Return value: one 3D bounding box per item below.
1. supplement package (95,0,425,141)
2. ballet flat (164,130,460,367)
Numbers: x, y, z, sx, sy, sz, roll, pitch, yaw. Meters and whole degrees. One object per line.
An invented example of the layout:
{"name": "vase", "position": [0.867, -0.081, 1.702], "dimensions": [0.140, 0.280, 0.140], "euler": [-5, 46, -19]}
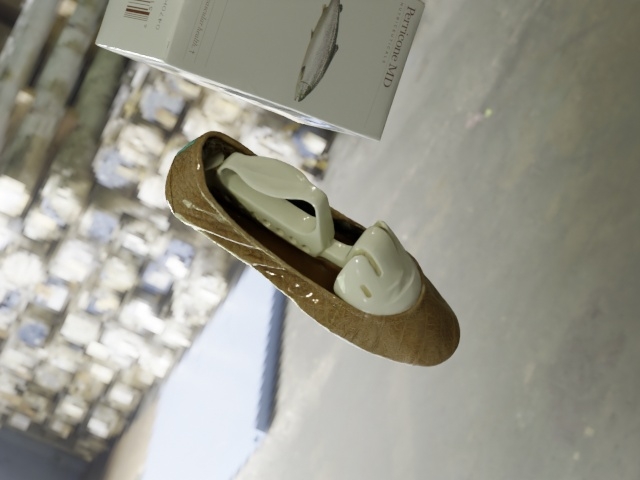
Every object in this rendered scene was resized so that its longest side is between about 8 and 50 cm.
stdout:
{"name": "supplement package", "position": [-0.039, -0.146, 0.842], "dimensions": [0.105, 0.179, 0.105], "euler": [21, 94, 53]}
{"name": "ballet flat", "position": [0.000, 0.000, 1.228], "dimensions": [0.116, 0.342, 0.124], "euler": [-51, -7, -32]}
